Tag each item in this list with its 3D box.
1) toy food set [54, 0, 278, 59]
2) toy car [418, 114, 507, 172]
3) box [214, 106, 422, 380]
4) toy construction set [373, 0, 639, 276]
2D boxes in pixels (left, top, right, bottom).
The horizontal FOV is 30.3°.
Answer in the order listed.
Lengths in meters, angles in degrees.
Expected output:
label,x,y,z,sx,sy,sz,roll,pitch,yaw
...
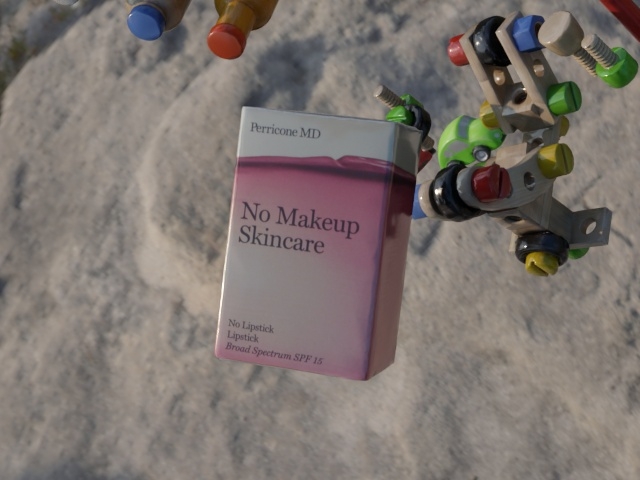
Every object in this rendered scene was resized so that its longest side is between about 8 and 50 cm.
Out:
label,x,y,z,sx,sy,sz,roll,pitch,yaw
toy food set,-0.131,-0.211,0.742,0.111,0.232,0.104,-20,38,38
toy car,0.136,-0.101,1.475,0.225,0.053,0.239,-30,25,40
box,0.000,0.000,1.090,0.149,0.127,0.232,7,94,15
toy construction set,0.251,-0.108,1.259,0.309,0.237,0.257,-36,36,29
